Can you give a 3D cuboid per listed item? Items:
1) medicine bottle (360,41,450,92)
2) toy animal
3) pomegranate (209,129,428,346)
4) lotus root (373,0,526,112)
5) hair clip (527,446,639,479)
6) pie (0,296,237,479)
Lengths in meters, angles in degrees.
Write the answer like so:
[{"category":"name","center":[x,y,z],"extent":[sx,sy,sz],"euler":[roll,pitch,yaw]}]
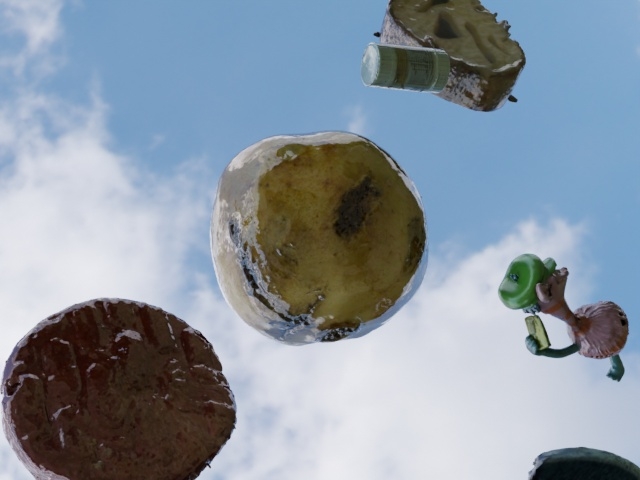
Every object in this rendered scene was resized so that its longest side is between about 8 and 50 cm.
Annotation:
[{"category":"medicine bottle","center":[0.088,-0.179,1.105],"extent":[0.083,0.047,0.047],"euler":[1,-99,-23]},{"category":"toy animal","center":[0.289,0.098,1.231],"extent":[0.208,0.100,0.103],"euler":[32,-89,-37]},{"category":"pomegranate","center":[0.000,0.000,1.226],"extent":[0.260,0.260,0.261],"euler":[8,-102,-38]},{"category":"lotus root","center":[0.164,-0.282,1.445],"extent":[0.170,0.074,0.261],"euler":[-25,-115,-31]},{"category":"hair clip","center":[0.204,0.307,0.876],"extent":[0.310,0.195,0.206],"euler":[11,-138,2]},{"category":"pie","center":[-0.155,0.120,0.821],"extent":[0.182,0.050,0.182],"euler":[12,-133,-13]}]
